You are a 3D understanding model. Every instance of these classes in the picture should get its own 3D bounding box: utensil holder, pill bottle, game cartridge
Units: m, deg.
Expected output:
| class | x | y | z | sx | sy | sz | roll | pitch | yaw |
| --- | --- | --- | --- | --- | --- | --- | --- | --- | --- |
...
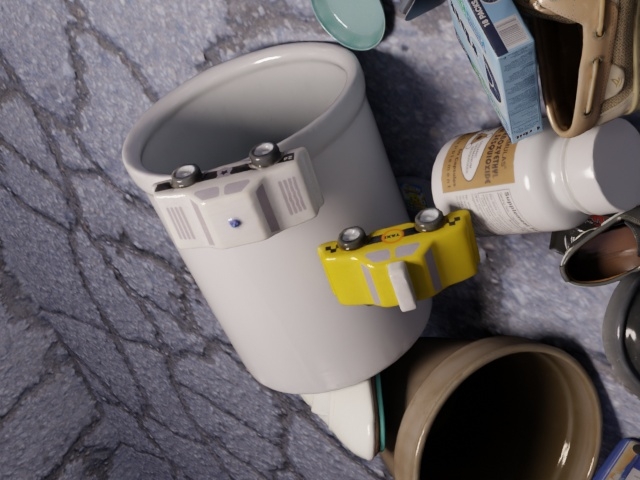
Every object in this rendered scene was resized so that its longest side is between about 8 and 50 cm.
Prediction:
| class | x | y | z | sx | sy | sz | roll | pitch | yaw |
| --- | --- | --- | --- | --- | --- | --- | --- | --- | --- |
| utensil holder | -0.040 | -0.029 | 1.338 | 0.328 | 0.327 | 0.385 | 12 | 138 | 43 |
| pill bottle | 0.250 | -0.074 | 1.116 | 0.229 | 0.131 | 0.131 | -6 | 123 | 52 |
| game cartridge | 0.137 | -0.066 | 1.377 | 0.083 | 0.017 | 0.056 | 11 | 132 | 43 |

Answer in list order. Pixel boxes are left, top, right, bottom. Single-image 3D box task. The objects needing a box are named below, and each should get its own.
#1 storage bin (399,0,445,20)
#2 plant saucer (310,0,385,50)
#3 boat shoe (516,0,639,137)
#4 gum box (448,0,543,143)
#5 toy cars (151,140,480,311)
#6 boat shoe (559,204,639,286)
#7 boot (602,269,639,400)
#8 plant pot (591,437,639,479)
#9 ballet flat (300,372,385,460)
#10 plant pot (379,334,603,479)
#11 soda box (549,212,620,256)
| class | x | y | z | sx | sy | sz | roll | pitch | yaw |
| --- | --- | --- | --- | --- | --- | --- | --- | --- | --- |
| storage bin | 0.107 | -0.318 | 1.047 | 0.091 | 0.098 | 0.135 | 51 | 151 | 11 |
| plant saucer | 0.038 | -0.296 | 1.216 | 0.119 | 0.021 | 0.119 | 31 | 147 | 23 |
| boat shoe | 0.240 | -0.247 | 0.909 | 0.121 | 0.110 | 0.341 | 49 | 165 | 55 |
| gum box | 0.176 | -0.208 | 0.997 | 0.184 | 0.041 | 0.156 | 55 | -168 | -64 |
| toy cars | 0.000 | 0.000 | 1.107 | 0.394 | 0.087 | 0.176 | 20 | 123 | -14 |
| boat shoe | 0.369 | -0.006 | 1.049 | 0.233 | 0.079 | 0.084 | -27 | 82 | 35 |
| boot | 0.553 | 0.138 | 0.922 | 0.367 | 0.146 | 0.445 | 29 | 164 | -32 |
| plant pot | 0.468 | 0.432 | 1.368 | 0.236 | 0.236 | 0.212 | 24 | 136 | 31 |
| ballet flat | 0.021 | 0.177 | 1.462 | 0.139 | 0.400 | 0.139 | -1 | 124 | -1 |
| plant pot | 0.208 | 0.271 | 1.455 | 0.323 | 0.323 | 0.280 | 60 | 164 | -23 |
| soda box | 0.362 | 0.010 | 1.151 | 0.169 | 0.060 | 0.053 | 26 | 140 | 29 |
